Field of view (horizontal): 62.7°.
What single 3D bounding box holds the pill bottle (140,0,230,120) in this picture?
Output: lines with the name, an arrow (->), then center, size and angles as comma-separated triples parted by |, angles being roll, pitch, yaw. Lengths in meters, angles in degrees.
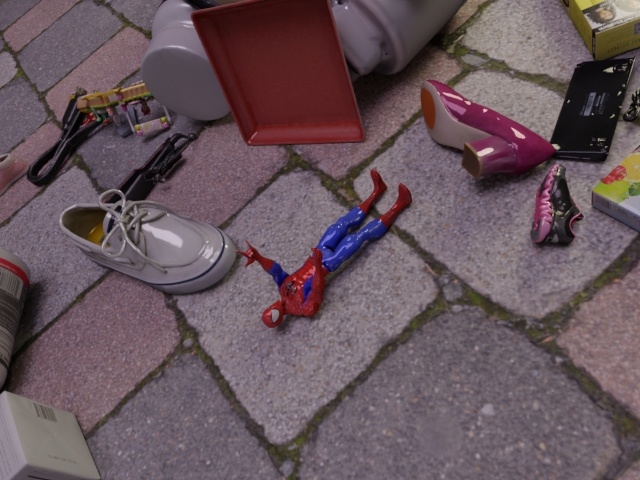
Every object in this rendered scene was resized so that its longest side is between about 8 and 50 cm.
pill bottle -> -0.215, -0.459, 1.098 | 0.224, 0.224, 0.392 | -2, 57, 26

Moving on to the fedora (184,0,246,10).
fedora -> -0.132, -0.546, 0.930 | 0.334, 0.152, 0.334 | 0, 60, 0

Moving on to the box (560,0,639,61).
box -> 0.435, -0.386, 0.825 | 0.087, 0.058, 0.232 | -16, 53, 18

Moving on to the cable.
cable -> -0.596, -0.251, 1.279 | 0.139, 0.072, 0.287 | 15, 78, 15

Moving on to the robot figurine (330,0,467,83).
robot figurine -> 0.137, -0.437, 0.917 | 0.353, 0.200, 0.300 | -48, 18, -10

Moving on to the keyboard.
keyboard -> 0.396, -0.185, 0.734 | 0.108, 0.023, 0.180 | 9, 64, 38

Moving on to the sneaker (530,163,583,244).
sneaker -> 0.309, -0.044, 0.676 | 0.057, 0.047, 0.119 | 15, 65, 10

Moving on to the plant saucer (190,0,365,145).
plant saucer -> -0.061, -0.286, 0.893 | 0.258, 0.259, 0.047 | 4, 43, 29

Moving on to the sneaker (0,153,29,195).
sneaker -> -0.792, -0.161, 1.289 | 0.134, 0.070, 0.051 | -42, 52, -3

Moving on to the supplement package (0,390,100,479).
supplement package -> -0.462, 0.357, 0.725 | 0.244, 0.139, 0.134 | -43, 51, -6

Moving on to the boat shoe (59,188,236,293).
boat shoe -> -0.319, -0.017, 0.893 | 0.367, 0.156, 0.136 | 11, 65, 33

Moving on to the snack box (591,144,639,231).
snack box -> 0.416, -0.050, 0.621 | 0.100, 0.037, 0.141 | -43, 50, -4

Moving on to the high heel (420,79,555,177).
high heel -> 0.238, -0.181, 0.789 | 0.117, 0.082, 0.244 | -12, 39, -9

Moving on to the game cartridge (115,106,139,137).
game cartridge -> -0.454, -0.276, 1.231 | 0.056, 0.017, 0.083 | -28, 50, 3

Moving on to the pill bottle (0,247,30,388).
pill bottle -> -0.630, 0.174, 0.910 | 0.176, 0.176, 0.318 | -20, 52, 14

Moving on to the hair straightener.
hair straightener -> -0.327, -0.133, 1.058 | 0.089, 0.047, 0.230 | 29, 70, 37

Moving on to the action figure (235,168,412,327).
action figure -> 0.000, 0.000, 0.740 | 0.091, 0.139, 0.280 | 33, 80, 40

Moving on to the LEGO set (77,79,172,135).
LEGO set -> -0.429, -0.291, 1.176 | 0.287, 0.107, 0.132 | -10, 24, 15
